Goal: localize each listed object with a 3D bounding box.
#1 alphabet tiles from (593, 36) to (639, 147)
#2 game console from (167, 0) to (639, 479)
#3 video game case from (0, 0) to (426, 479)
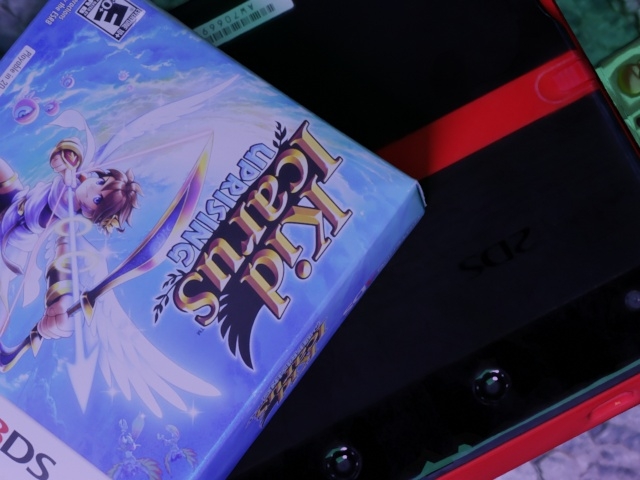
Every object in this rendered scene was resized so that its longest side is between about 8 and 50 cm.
[{"bbox_3d":[0.253,-0.026,1.174,0.198,0.009,0.237,-31,105,3],"label":"alphabet tiles"},{"bbox_3d":[0.000,0.000,1.061,0.387,0.060,0.342,-28,73,-1],"label":"game console"},{"bbox_3d":[-0.117,0.013,1.012,0.244,0.061,0.269,35,82,14],"label":"video game case"}]
